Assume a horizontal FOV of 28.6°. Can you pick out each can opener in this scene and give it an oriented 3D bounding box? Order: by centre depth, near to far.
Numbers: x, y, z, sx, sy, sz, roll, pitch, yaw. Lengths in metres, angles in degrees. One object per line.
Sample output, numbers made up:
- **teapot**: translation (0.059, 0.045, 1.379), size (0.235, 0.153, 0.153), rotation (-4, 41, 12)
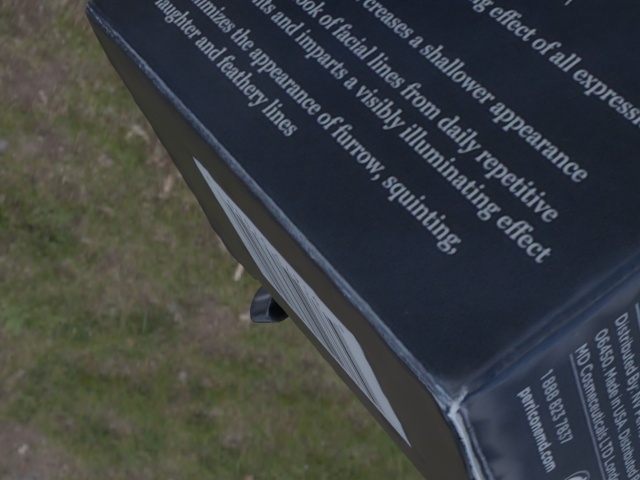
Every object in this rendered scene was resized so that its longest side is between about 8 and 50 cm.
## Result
- **can opener**: translation (0.000, 0.000, 1.060), size (0.073, 0.186, 0.059), rotation (0, 127, 30)

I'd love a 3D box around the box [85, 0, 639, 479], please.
- **box**: translation (0.148, -0.083, 0.586), size (0.395, 0.293, 0.212), rotation (-36, 140, -7)
